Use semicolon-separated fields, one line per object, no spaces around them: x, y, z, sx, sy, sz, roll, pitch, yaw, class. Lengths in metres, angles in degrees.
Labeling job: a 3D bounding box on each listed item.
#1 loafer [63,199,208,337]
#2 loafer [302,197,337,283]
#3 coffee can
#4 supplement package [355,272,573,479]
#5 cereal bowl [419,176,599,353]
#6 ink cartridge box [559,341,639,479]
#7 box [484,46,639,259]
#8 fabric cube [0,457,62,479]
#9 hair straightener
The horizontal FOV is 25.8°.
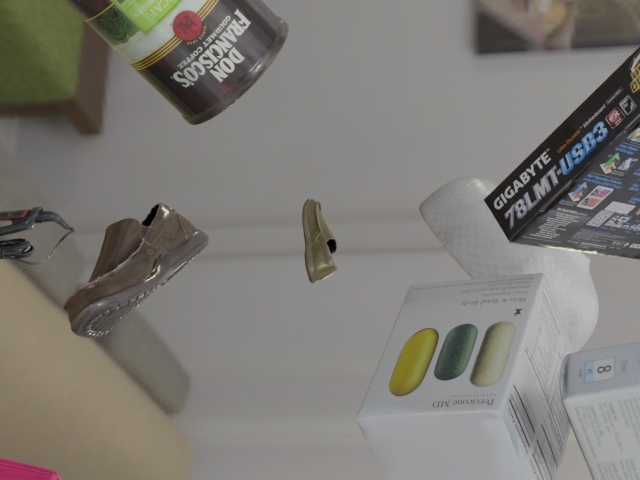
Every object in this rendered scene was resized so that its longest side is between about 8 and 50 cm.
-0.321;0.042;2.282;0.130;0.134;0.366;48;28;-1;loafer
0.000;0.000;2.151;0.056;0.050;0.148;80;5;-59;loafer
-0.210;-0.326;1.953;0.275;0.201;0.201;44;31;-22;coffee can
0.202;0.205;1.825;0.198;0.199;0.263;65;33;-31;supplement package
0.318;0.021;2.198;0.339;0.141;0.339;43;10;-10;cereal bowl
0.508;0.237;1.638;0.091;0.384;0.308;-75;146;-51;ink cartridge box
0.382;-0.099;1.603;0.295;0.293;0.073;6;46;-45;box
-0.455;0.428;1.718;0.259;0.254;0.258;82;20;-53;fabric cube
-0.431;0.006;1.795;0.047;0.230;0.089;119;-34;-80;hair straightener
